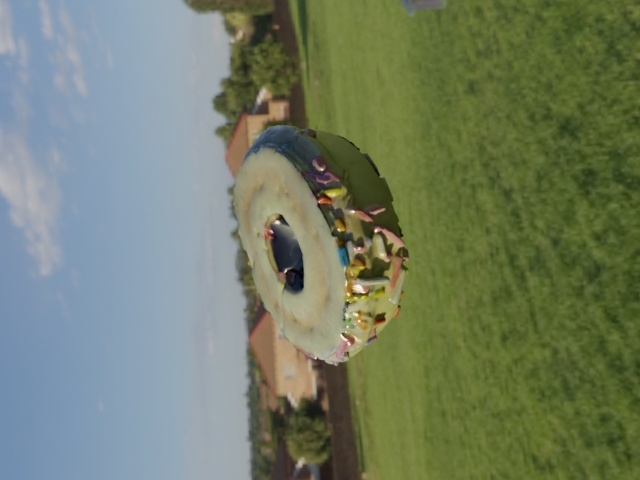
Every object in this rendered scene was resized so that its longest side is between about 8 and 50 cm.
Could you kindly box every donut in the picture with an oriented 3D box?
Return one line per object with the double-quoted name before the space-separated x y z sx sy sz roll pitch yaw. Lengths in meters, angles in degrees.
"donut" 0.000 0.000 0.628 0.174 0.068 0.175 40 140 45
